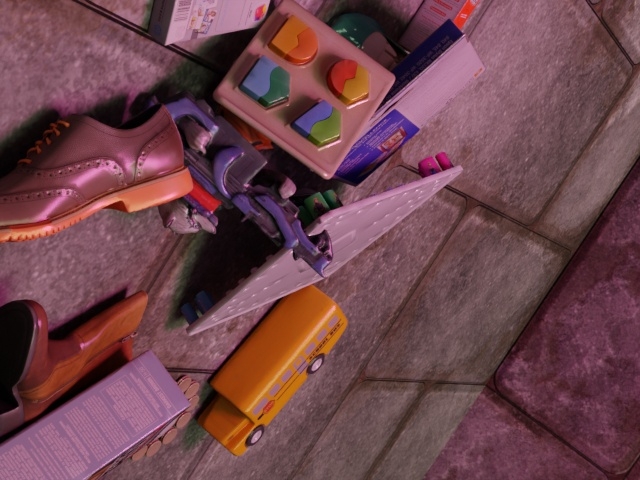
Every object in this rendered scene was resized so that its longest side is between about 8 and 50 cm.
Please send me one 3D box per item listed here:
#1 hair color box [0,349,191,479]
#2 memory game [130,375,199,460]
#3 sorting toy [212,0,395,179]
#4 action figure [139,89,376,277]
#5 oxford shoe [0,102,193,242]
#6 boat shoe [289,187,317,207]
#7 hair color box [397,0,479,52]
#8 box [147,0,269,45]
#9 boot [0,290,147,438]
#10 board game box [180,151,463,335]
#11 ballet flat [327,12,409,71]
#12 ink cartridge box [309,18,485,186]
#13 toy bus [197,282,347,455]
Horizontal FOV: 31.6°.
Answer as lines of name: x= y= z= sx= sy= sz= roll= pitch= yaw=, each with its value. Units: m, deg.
hair color box: x=-0.388 y=0.323 z=1.659 sx=0.374 sy=0.113 sz=0.185 roll=-32 pitch=172 yaw=-37
memory game: x=-0.285 y=0.317 z=2.015 sx=0.186 sy=0.012 sz=0.186 roll=-40 pitch=152 yaw=-27
sorting toy: x=-0.016 y=-0.211 z=1.525 sx=0.208 sy=0.193 sz=0.038 roll=-58 pitch=-173 yaw=-27
action figure: x=-0.085 y=-0.111 z=1.593 sx=0.330 sy=0.341 sz=0.178 roll=-41 pitch=-167 yaw=-10
oxford shoe: x=-0.328 y=-0.081 z=1.372 sx=0.364 sy=0.130 sz=0.132 roll=-20 pitch=106 yaw=-39
boat shoe: x=-0.040 y=-0.044 z=1.909 sx=0.080 sy=0.076 sz=0.228 roll=-59 pitch=154 yaw=11
hair color box: x=0.201 y=-0.372 z=1.916 sx=0.141 sy=0.072 sz=0.043 roll=-56 pitch=154 yaw=6
box: x=-0.128 y=-0.333 z=1.447 sx=0.186 sy=0.038 sz=0.145 roll=-22 pitch=141 yaw=-46
boot: x=-0.344 y=0.141 z=1.604 sx=0.280 sy=0.096 sz=0.264 roll=-27 pitch=144 yaw=-44
board game box: x=0.000 y=0.000 z=1.879 sx=0.390 sy=0.050 sz=0.390 roll=-20 pitch=165 yaw=-49
ballet flat: x=0.095 y=-0.297 z=1.812 sx=0.083 sy=0.087 sz=0.247 roll=-57 pitch=154 yaw=8
ink cartridge box: x=0.116 y=-0.215 z=1.780 sx=0.304 sy=0.072 sz=0.307 roll=-41 pitch=167 yaw=9
toy bus: x=-0.095 y=0.239 z=2.128 sx=0.332 sy=0.108 sz=0.130 roll=-49 pitch=154 yaw=-10
